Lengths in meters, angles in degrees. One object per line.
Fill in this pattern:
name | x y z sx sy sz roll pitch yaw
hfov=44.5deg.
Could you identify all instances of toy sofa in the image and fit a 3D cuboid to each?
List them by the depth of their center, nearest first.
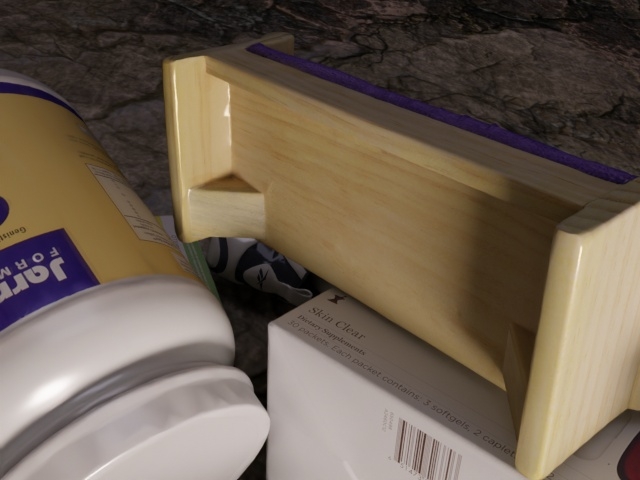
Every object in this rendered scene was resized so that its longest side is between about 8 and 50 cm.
toy sofa | 0.062 -0.029 0.516 0.177 0.150 0.362 -22 36 -34

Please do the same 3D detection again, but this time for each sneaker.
sneaker | 0.000 0.000 0.871 0.153 0.094 0.235 33 32 15

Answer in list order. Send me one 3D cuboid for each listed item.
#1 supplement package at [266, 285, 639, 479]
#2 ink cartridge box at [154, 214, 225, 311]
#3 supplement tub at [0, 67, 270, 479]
supplement package | 0.102 0.162 0.541 0.262 0.204 0.145 26 36 34
ink cartridge box | -0.229 0.049 0.770 0.235 0.056 0.171 -3 38 -23
supplement tub | -0.212 0.059 0.569 0.241 0.241 0.331 -21 58 -37
